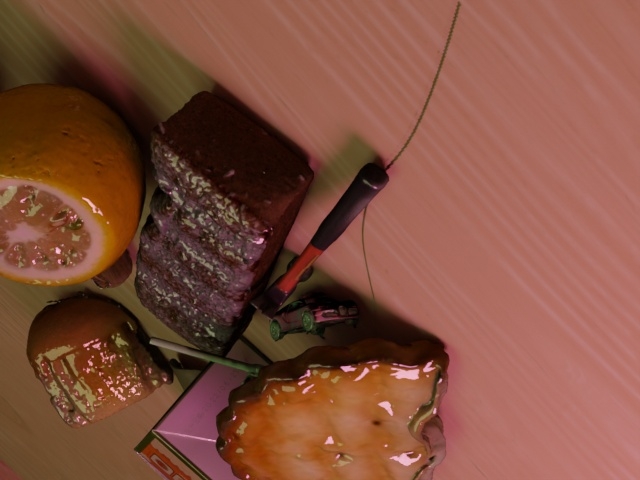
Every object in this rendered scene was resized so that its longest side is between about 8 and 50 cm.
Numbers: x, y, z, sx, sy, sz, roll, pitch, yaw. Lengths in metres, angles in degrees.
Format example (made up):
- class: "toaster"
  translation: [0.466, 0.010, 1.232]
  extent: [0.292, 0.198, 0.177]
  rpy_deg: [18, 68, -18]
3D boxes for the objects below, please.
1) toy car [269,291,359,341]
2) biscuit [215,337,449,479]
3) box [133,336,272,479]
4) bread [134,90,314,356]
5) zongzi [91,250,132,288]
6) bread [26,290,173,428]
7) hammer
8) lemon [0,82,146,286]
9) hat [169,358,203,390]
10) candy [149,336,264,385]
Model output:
- class: "toy car"
  translation: [-0.009, 0.091, 1.296]
  extent: [0.142, 0.069, 0.055]
  rpy_deg: [-22, 73, 57]
- class: "biscuit"
  translation: [0.051, 0.229, 1.306]
  extent: [0.329, 0.078, 0.335]
  rpy_deg: [32, 124, -27]
- class: "box"
  translation: [-0.132, 0.276, 1.544]
  extent: [0.177, 0.195, 0.148]
  rpy_deg: [41, 151, 0]
- class: "bread"
  translation: [-0.132, 0.003, 1.272]
  extent: [0.165, 0.113, 0.416]
  rpy_deg: [39, 151, 8]
- class: "zongzi"
  translation: [-0.303, -0.005, 1.498]
  extent: [0.176, 0.078, 0.160]
  rpy_deg: [-12, 126, 51]
- class: "bread"
  translation: [-0.402, 0.196, 1.795]
  extent: [0.262, 0.162, 0.204]
  rpy_deg: [-14, 109, 39]
- class: "hammer"
  translation: [0.000, 0.001, 1.150]
  extent: [0.033, 0.111, 0.287]
  rpy_deg: [41, 142, 2]
- class: "lemon"
  translation: [-0.325, -0.081, 1.286]
  extent: [0.240, 0.219, 0.240]
  rpy_deg: [1, 135, 1]
- class: "hat"
  translation: [-0.203, 0.271, 1.730]
  extent: [0.147, 0.085, 0.175]
  rpy_deg: [9, 138, 45]
- class: "candy"
  translation: [-0.076, 0.164, 1.351]
  extent: [0.288, 0.078, 0.084]
  rpy_deg: [18, 150, -14]
